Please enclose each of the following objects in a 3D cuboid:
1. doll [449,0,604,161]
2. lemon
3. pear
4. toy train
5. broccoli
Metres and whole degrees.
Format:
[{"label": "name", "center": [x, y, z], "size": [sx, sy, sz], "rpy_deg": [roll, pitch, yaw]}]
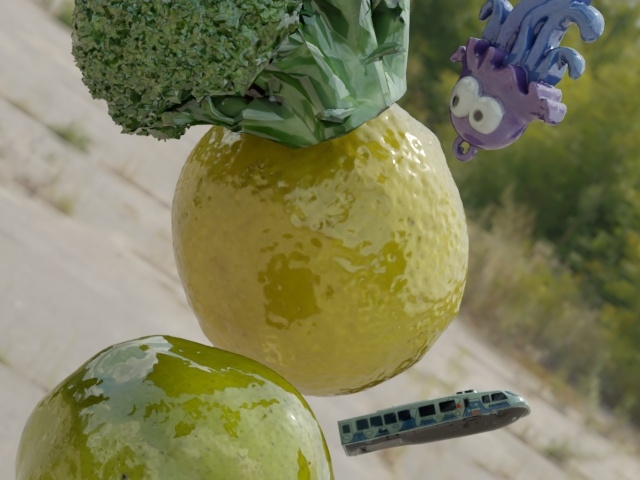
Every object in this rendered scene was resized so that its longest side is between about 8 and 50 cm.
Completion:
[{"label": "doll", "center": [0.160, -0.149, 1.412], "size": [0.110, 0.206, 0.067], "rpy_deg": [40, 17, 34]}, {"label": "lemon", "center": [0.000, -0.002, 1.891], "size": [0.336, 0.336, 0.336], "rpy_deg": [34, 5, -4]}, {"label": "pear", "center": [-0.122, 0.226, 1.573], "size": [0.294, 0.294, 0.294], "rpy_deg": [34, 5, -4]}, {"label": "toy train", "center": [0.124, 0.194, 1.969], "size": [0.043, 0.208, 0.047], "rpy_deg": [70, 9, -63]}, {"label": "broccoli", "center": [-0.059, -0.233, 1.690], "size": [0.321, 0.310, 0.413], "rpy_deg": [9, 26, 23]}]
